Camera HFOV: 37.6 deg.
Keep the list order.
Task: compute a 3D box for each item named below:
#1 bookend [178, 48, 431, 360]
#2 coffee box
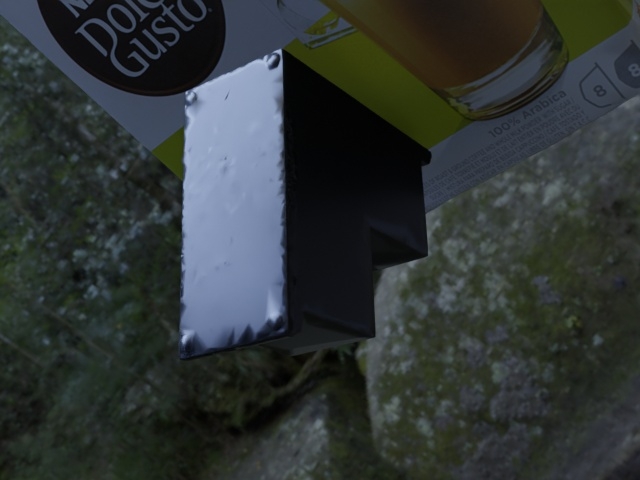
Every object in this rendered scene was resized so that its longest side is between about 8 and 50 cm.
[{"bbox_3d":[0.000,0.000,0.538,0.072,0.157,0.156,-17,65,33],"label":"bookend"},{"bbox_3d":[0.020,-0.241,0.714,0.337,0.334,0.338,-30,26,36],"label":"coffee box"}]
